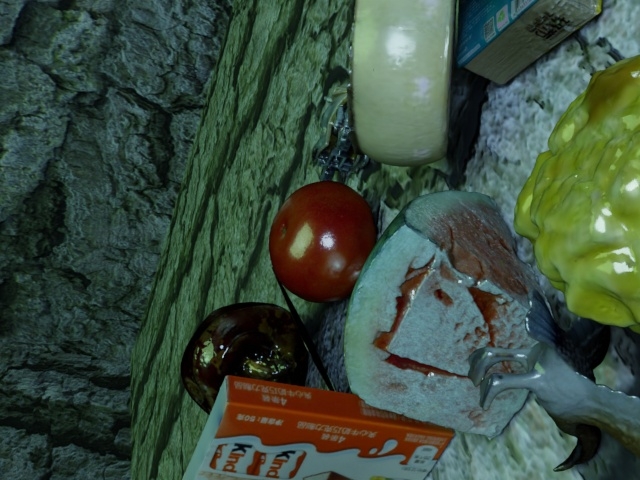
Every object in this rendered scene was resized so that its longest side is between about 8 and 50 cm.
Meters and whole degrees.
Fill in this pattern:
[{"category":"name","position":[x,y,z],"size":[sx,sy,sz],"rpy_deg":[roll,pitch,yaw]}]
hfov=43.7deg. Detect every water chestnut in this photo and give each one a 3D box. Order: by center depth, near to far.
[{"category":"water chestnut","position":[-0.119,0.210,1.344],"size":[0.238,0.224,0.223],"rpy_deg":[12,91,55]}]

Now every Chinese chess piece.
[{"category":"Chinese chess piece","position":[0.105,-0.223,0.961],"size":[0.270,0.112,0.269],"rpy_deg":[4,-90,-80]}]

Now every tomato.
[{"category":"tomato","position":[0.000,0.000,1.231],"size":[0.195,0.136,0.195],"rpy_deg":[-41,39,45]}]

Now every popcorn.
[{"category":"popcorn","position":[0.247,-0.038,0.533],"size":[0.235,0.181,0.216],"rpy_deg":[-13,61,62]}]

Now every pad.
[{"category":"pad","position":[-0.017,0.158,1.224],"size":[0.181,0.004,0.267],"rpy_deg":[64,178,-28]}]

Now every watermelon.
[{"category":"watermelon","position":[0.152,0.068,0.839],"size":[0.262,0.201,0.212],"rpy_deg":[-28,-37,-57]}]

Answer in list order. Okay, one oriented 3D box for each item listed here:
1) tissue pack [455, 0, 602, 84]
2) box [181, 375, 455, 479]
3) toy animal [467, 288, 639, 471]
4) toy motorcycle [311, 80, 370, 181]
[{"category":"tissue pack","position":[0.221,-0.261,0.859],"size":[0.169,0.082,0.119],"rpy_deg":[143,135,-62]},{"category":"box","position":[-0.020,0.281,0.948],"size":[0.048,0.274,0.264],"rpy_deg":[-103,30,-51]},{"category":"toy animal","position":[0.201,0.116,0.656],"size":[0.272,0.160,0.197],"rpy_deg":[-93,21,-50]},{"category":"toy motorcycle","position":[0.039,-0.177,1.315],"size":[0.229,0.094,0.129],"rpy_deg":[122,159,-72]}]
